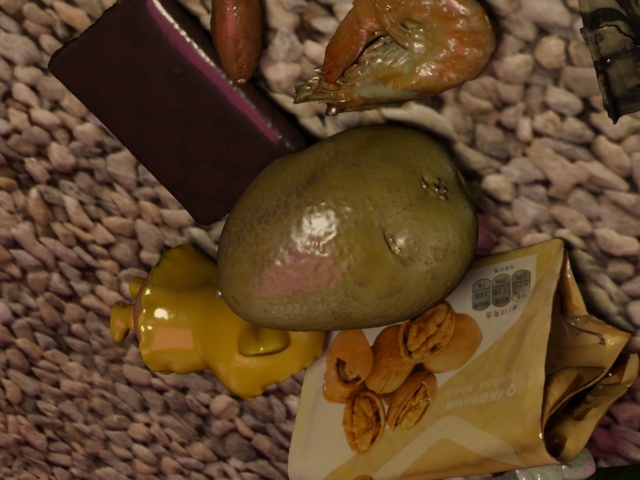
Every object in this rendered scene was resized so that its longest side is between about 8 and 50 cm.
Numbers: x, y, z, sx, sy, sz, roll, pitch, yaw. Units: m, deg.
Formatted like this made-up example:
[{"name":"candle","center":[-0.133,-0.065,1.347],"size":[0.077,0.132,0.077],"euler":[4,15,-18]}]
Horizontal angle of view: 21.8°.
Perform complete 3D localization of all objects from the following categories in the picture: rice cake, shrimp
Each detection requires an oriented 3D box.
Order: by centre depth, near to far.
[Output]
[{"name":"shrimp","center":[0.055,-0.165,1.429],"size":[0.217,0.051,0.115],"euler":[-19,113,41]},{"name":"rice cake","center":[0.217,0.229,1.623],"size":[0.080,0.042,0.222],"euler":[-16,169,-3]}]

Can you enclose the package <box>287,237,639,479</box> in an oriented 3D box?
[{"name":"package","center":[0.144,0.152,1.601],"size":[0.311,0.221,0.165],"euler":[-19,140,41]}]

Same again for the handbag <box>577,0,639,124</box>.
[{"name":"handbag","center":[0.334,-0.186,1.139],"size":[0.325,0.163,0.327],"euler":[17,156,20]}]

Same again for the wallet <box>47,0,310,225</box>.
[{"name":"wallet","center":[-0.135,-0.128,1.573],"size":[0.229,0.049,0.182],"euler":[46,136,-14]}]

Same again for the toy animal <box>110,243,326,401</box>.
[{"name":"toy animal","center":[-0.106,0.074,1.674],"size":[0.229,0.156,0.156],"euler":[1,131,29]}]

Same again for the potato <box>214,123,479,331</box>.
[{"name":"potato","center":[0.015,-0.001,1.492],"size":[0.251,0.174,0.159],"euler":[-21,165,9]}]

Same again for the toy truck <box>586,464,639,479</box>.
[{"name":"toy truck","center":[0.249,0.314,1.753],"size":[0.259,0.088,0.121],"euler":[-13,124,36]}]

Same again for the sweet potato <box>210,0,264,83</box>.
[{"name":"sweet potato","center":[-0.071,-0.234,1.437],"size":[0.050,0.050,0.214],"euler":[15,130,16]}]
